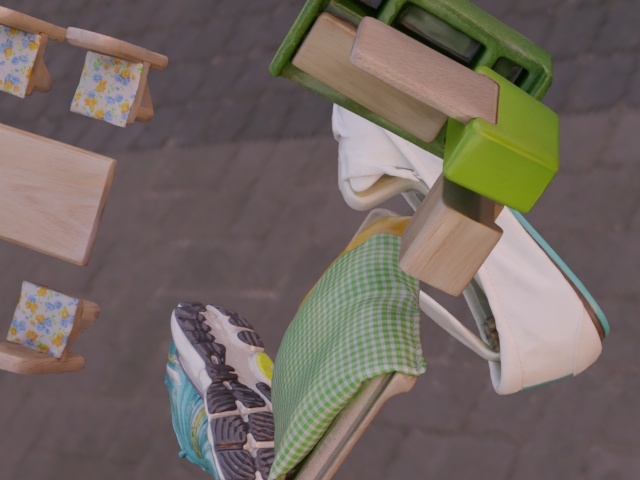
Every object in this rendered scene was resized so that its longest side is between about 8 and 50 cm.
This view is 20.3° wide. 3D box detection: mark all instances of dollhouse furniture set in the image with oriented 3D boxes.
[{"bbox_3d":[0.000,0.000,1.072,0.301,0.151,0.197,-57,9,26],"label":"dollhouse furniture set"},{"bbox_3d":[-0.421,-0.085,1.904,0.394,0.256,0.362,18,93,19],"label":"dollhouse furniture set"}]

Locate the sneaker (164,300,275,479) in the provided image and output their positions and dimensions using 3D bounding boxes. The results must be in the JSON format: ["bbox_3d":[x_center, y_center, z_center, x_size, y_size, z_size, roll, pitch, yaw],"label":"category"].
[{"bbox_3d":[-0.078,0.171,1.611,0.275,0.107,0.110,-117,41,-51],"label":"sneaker"}]

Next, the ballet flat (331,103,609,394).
[{"bbox_3d":[0.097,-0.034,1.591,0.139,0.400,0.139,-34,-10,-7],"label":"ballet flat"}]
